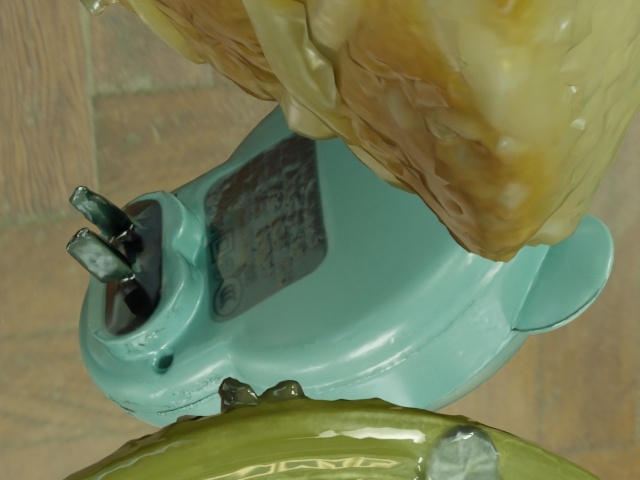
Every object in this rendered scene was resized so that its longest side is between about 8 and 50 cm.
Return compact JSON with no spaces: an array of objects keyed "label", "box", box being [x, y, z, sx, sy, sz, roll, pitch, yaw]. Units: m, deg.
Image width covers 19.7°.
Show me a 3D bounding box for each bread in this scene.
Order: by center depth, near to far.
[{"label":"bread","box":[-0.007,-0.236,0.504,0.279,0.371,0.390,-51,155,-16]}]

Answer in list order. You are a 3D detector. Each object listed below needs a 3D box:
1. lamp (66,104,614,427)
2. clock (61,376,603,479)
[{"label":"lamp","box":[0.005,0.008,0.948,0.284,0.209,0.147,-12,133,7]},{"label":"clock","box":[-0.008,0.144,0.437,0.237,0.057,0.237,-4,105,-15]}]
